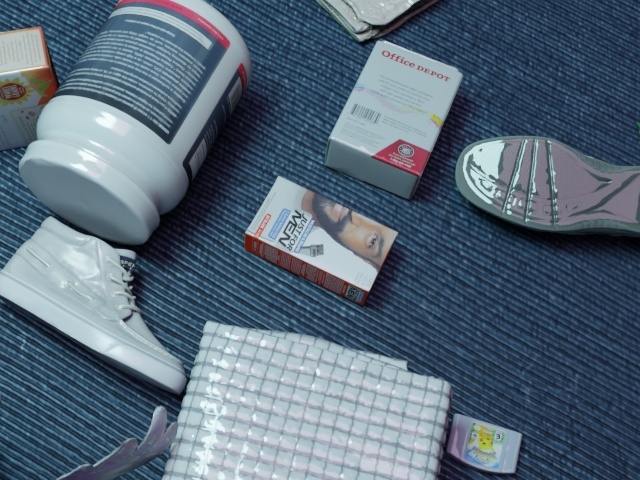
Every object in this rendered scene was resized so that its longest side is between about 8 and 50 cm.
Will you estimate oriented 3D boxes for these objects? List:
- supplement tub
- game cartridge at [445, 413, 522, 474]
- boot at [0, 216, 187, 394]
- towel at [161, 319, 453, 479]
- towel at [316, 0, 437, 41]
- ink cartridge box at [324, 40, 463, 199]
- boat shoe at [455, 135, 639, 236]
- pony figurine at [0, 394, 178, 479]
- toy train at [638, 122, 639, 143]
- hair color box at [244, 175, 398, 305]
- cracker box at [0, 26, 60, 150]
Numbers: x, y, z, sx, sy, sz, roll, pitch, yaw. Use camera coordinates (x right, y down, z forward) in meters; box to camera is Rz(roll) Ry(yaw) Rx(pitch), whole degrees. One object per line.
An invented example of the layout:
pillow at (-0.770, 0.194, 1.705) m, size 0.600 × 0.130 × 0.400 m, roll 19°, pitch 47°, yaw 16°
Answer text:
supplement tub at (-0.218, -0.152, 1.038) m, size 0.191 × 0.191 × 0.272 m, roll 23°, pitch 64°, yaw 5°
game cartridge at (0.189, 0.239, 0.994) m, size 0.083 × 0.017 × 0.056 m, roll 16°, pitch 68°, yaw 2°
boot at (-0.242, 0.066, 0.985) m, size 0.258 × 0.095 × 0.123 m, roll 28°, pitch 72°, yaw 9°
towel at (-0.015, 0.229, 0.924) m, size 0.283 × 0.121 × 0.235 m, roll 12°, pitch 63°, yaw 2°
towel at (0.107, -0.421, 1.278) m, size 0.282 × 0.049 × 0.187 m, roll -37°, pitch 74°, yaw -20°
ink cartridge box at (0.098, -0.161, 1.140) m, size 0.127 × 0.072 × 0.175 m, roll 23°, pitch 65°, yaw 6°
boat shoe at (0.332, -0.060, 1.114) m, size 0.320 × 0.103 × 0.118 m, roll 7°, pitch 83°, yaw 4°
pony figurine at (-0.346, 0.263, 0.783) m, size 0.350 × 0.303 × 0.364 m, roll -23°, pitch 48°, yaw 26°
toy train at (0.458, -0.134, 1.196) m, size 0.023 × 0.017 × 0.083 m, roll 12°, pitch 64°, yaw -12°
hair color box at (0.000, 0.000, 1.066) m, size 0.167 × 0.053 × 0.093 m, roll 25°, pitch 64°, yaw 5°
cracker box at (-0.436, -0.170, 1.044) m, size 0.232 × 0.156 × 0.067 m, roll -12°, pitch 67°, yaw -12°
